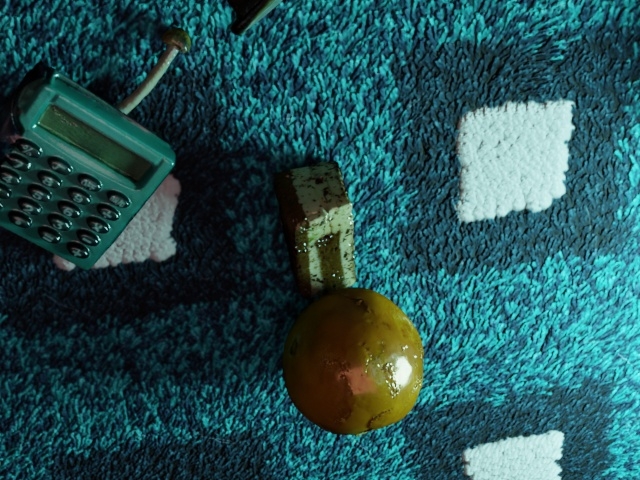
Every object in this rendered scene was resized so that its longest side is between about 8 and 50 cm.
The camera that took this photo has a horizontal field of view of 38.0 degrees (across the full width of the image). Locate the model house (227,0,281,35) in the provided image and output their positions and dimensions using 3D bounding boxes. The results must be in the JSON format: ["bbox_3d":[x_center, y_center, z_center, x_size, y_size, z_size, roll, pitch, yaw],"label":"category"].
[{"bbox_3d":[-0.090,-0.399,1.280,0.152,0.106,0.165,49,64,-15],"label":"model house"}]

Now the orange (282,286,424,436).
[{"bbox_3d":[0.053,0.198,1.517,0.239,0.240,0.240,-4,117,-8],"label":"orange"}]

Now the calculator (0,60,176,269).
[{"bbox_3d":[-0.380,-0.095,1.368,0.248,0.058,0.274,32,115,-25],"label":"calculator"}]

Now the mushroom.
[{"bbox_3d":[-0.313,-0.207,1.360,0.306,0.043,0.068,-33,97,8],"label":"mushroom"}]

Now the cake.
[{"bbox_3d":[0.002,0.011,1.470,0.112,0.135,0.246,-13,118,-5],"label":"cake"}]
